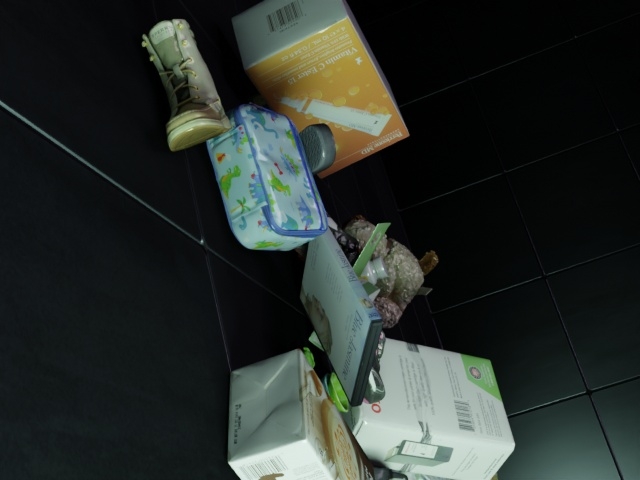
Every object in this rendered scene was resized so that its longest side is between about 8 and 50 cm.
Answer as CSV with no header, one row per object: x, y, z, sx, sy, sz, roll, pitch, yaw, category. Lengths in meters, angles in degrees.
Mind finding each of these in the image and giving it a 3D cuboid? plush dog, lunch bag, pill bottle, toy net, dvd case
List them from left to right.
-0.078,-0.096,1.260,0.176,0.090,0.219,6,64,-59,lunch bag
-0.013,0.222,1.233,0.232,0.045,0.122,0,71,-78,toy net
0.025,0.109,1.291,0.253,0.022,0.181,-119,-149,-45,dvd case
0.082,0.074,1.763,0.065,0.116,0.065,-20,90,-78,pill bottle
0.136,0.046,1.966,0.225,0.210,0.262,40,23,-21,plush dog

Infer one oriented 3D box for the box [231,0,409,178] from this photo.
0.006,-0.320,1.629,0.345,0.214,0.168,51,17,-49,box

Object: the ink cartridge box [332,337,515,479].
0.167,0.284,1.402,0.198,0.272,0.115,-95,-157,-50,ink cartridge box

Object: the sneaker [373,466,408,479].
0.083,0.420,1.336,0.235,0.084,0.097,45,51,-63,sneaker

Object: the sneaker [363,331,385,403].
0.076,0.173,1.320,0.072,0.077,0.178,110,-33,-49,sneaker

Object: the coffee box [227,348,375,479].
-0.015,0.271,0.997,0.141,0.098,0.247,-95,161,-52,coffee box

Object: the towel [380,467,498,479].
0.255,0.477,1.733,0.320,0.090,0.374,45,22,-15,towel

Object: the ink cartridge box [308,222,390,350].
0.073,0.082,1.466,0.056,0.235,0.171,34,8,9,ink cartridge box

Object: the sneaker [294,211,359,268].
0.000,0.000,1.452,0.135,0.098,0.276,37,-5,26,sneaker

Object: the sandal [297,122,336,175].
-0.035,-0.135,1.397,0.254,0.054,0.097,-6,-85,60,sandal

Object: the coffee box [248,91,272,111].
-0.088,-0.233,1.677,0.184,0.040,0.113,0,68,-79,coffee box

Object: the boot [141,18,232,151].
-0.184,-0.208,1.085,0.213,0.077,0.165,-76,146,-79,boot
